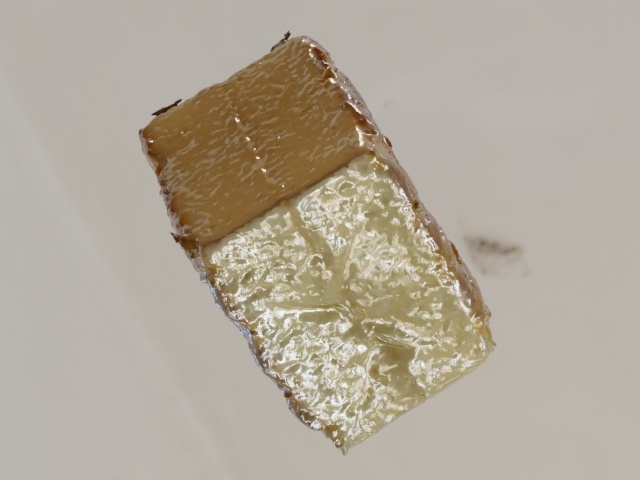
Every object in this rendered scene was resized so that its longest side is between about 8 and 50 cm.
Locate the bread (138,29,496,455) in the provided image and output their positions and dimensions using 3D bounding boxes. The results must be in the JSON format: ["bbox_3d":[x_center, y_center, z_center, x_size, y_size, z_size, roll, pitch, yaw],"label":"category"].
[{"bbox_3d":[0.000,0.000,1.625,0.207,0.279,0.279,-32,-150,0],"label":"bread"}]
